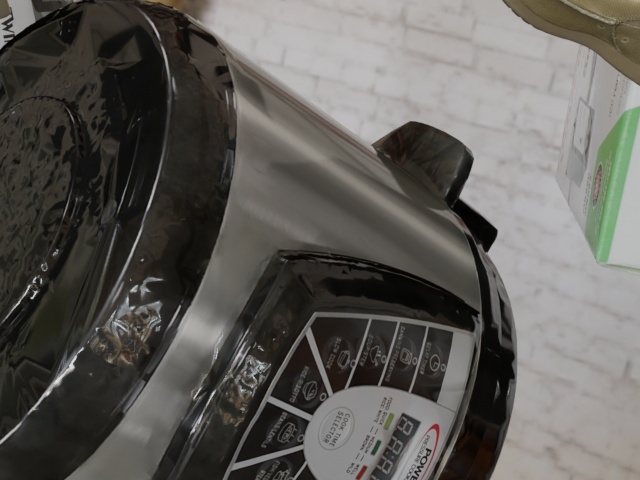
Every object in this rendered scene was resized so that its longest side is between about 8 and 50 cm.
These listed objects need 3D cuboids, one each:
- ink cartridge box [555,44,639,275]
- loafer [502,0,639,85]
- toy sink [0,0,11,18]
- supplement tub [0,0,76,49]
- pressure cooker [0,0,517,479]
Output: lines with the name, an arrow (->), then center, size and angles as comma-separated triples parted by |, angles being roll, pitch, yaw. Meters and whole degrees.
ink cartridge box -> 0.265, -0.105, 0.925 | 0.122, 0.211, 0.289 | 9, 14, 3
loafer -> 0.146, -0.129, 0.631 | 0.148, 0.050, 0.056 | 23, 50, -28
toy sink -> -0.272, -0.205, 0.657 | 0.153, 0.131, 0.234 | -18, -11, -9
supplement tub -> -0.330, -0.258, 1.117 | 0.194, 0.316, 0.193 | -11, 8, 1
pressure cooker -> -0.068, 0.071, 0.870 | 0.370, 0.375, 0.420 | -27, -42, 32
